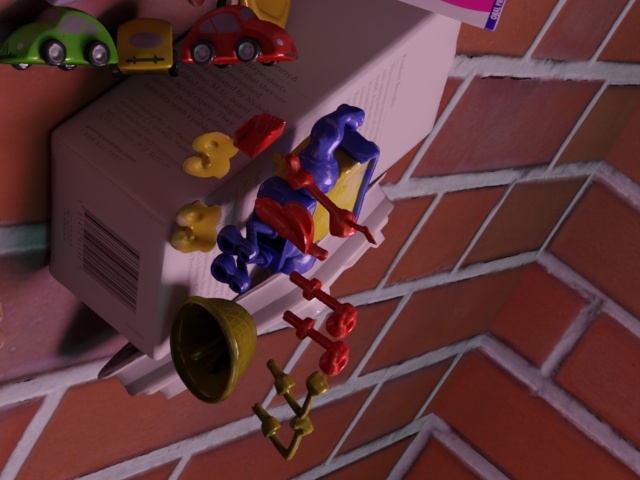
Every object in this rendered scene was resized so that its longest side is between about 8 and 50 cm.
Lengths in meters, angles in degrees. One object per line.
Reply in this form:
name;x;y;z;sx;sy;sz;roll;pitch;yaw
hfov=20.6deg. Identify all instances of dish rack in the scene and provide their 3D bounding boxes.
dish rack;-0.070;0.060;1.961;0.333;0.072;0.285;-31;-172;34

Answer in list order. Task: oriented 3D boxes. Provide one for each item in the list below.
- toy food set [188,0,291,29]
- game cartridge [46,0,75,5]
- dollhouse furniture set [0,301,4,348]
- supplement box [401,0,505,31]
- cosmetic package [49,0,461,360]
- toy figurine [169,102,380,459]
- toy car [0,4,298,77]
toy food set;-0.083;-0.256;1.628;0.218;0.071;0.128;9;84;-77
game cartridge;-0.078;-0.340;1.368;0.355;0.068;0.230;-52;169;23
dollhouse furniture set;-0.336;0.119;1.619;0.144;0.123;0.151;-42;160;-27
supplement box;0.082;-0.298;1.635;0.114;0.220;0.111;-71;179;-47
cosmetic package;-0.061;-0.112;1.790;0.453;0.161;0.230;-40;157;-32
toy figurine;0.000;0.000;1.617;0.217;0.191;0.362;-43;159;-38
toy car;-0.167;-0.172;1.497;0.225;0.239;0.053;-3;92;-38
